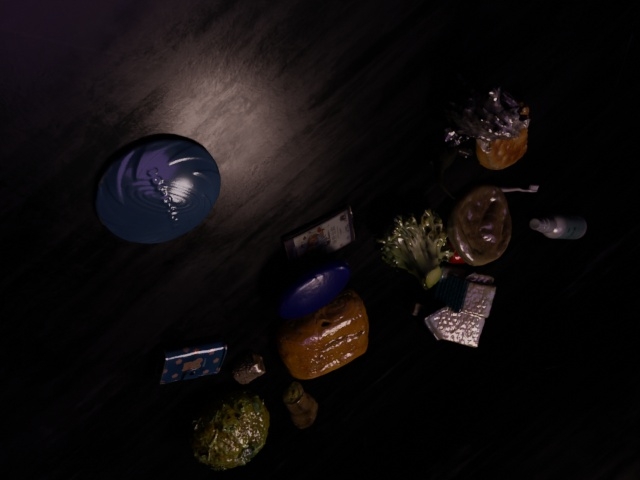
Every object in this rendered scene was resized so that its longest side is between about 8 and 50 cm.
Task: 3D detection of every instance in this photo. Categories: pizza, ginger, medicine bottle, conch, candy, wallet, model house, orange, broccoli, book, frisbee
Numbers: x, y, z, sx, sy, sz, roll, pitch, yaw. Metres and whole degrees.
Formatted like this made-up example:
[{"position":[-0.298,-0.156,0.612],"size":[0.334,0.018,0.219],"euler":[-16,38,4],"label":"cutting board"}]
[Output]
[{"position":[0.580,-0.331,1.744],"size":[0.336,0.086,0.226],"euler":[-2,118,-50],"label":"pizza"},{"position":[-0.076,0.662,2.205],"size":[0.263,0.116,0.109],"euler":[73,32,-45],"label":"ginger"},{"position":[0.998,-0.063,2.339],"size":[0.352,0.110,0.110],"euler":[1,127,-40],"label":"medicine bottle"},{"position":[0.444,-0.346,1.496],"size":[0.241,0.313,0.186],"euler":[12,86,-5],"label":"conch"},{"position":[-0.239,0.430,1.864],"size":[0.110,0.085,0.095],"euler":[-31,134,7],"label":"candy"},{"position":[-0.393,0.368,1.686],"size":[0.202,0.059,0.141],"euler":[-5,133,-37],"label":"wallet"},{"position":[0.494,0.238,2.167],"size":[0.284,0.243,0.298],"euler":[11,96,-16],"label":"model house"},{"position":[-0.303,0.655,1.919],"size":[0.300,0.223,0.301],"euler":[-9,133,-40],"label":"orange"},{"position":[0.317,0.025,1.765],"size":[0.288,0.245,0.248],"euler":[-10,140,-33],"label":"broccoli"},{"position":[0.000,0.001,1.663],"size":[0.231,0.026,0.157],"euler":[-28,141,-15],"label":"book"},{"position":[-0.357,-0.098,1.254],"size":[0.290,0.049,0.289],"euler":[-22,139,-21],"label":"frisbee"}]

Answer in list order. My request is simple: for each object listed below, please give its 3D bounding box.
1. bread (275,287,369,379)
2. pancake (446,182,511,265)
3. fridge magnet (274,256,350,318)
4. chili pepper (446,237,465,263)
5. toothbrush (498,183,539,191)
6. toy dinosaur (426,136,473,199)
[{"position":[0.015,0.350,1.926],"size":[0.328,0.148,0.337],"euler":[-25,140,-17],"label":"bread"},{"position":[0.559,-0.051,1.927],"size":[0.295,0.049,0.294],"euler":[-3,98,-25],"label":"pancake"},{"position":[-0.026,0.146,1.698],"size":[0.265,0.112,0.265],"euler":[-27,153,-15],"label":"fridge magnet"},{"position":[0.505,0.021,2.010],"size":[0.338,0.131,0.134],"euler":[-22,130,-17],"label":"chili pepper"},{"position":[0.719,-0.194,2.051],"size":[0.307,0.025,0.029],"euler":[-5,122,-37],"label":"toothbrush"},{"position":[0.400,-0.234,1.627],"size":[0.187,0.179,0.087],"euler":[-30,142,-16],"label":"toy dinosaur"}]
